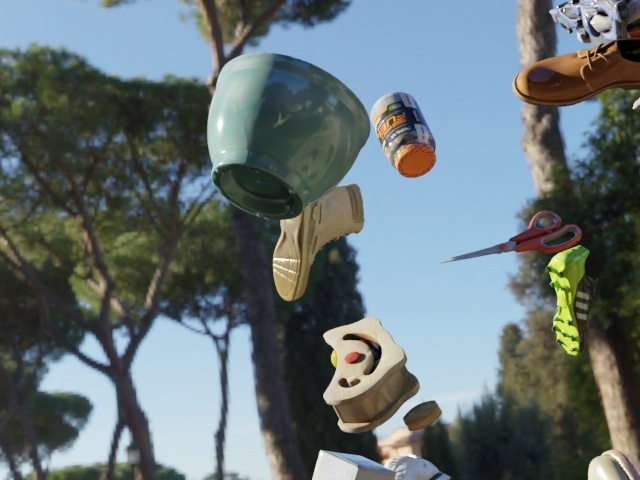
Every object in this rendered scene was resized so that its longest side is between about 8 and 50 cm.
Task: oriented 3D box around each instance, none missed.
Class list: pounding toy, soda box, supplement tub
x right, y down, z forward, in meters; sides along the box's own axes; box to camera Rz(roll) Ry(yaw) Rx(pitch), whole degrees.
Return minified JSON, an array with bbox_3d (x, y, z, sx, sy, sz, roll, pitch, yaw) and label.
[{"bbox_3d":[0.090,0.263,1.665,0.154,0.154,0.269,-29,28,-6],"label":"pounding toy"},{"bbox_3d":[0.023,0.486,1.557,0.098,0.286,0.091,20,-5,-43],"label":"soda box"},{"bbox_3d":[0.191,-0.238,2.223,0.117,0.190,0.117,-10,-42,-9],"label":"supplement tub"}]

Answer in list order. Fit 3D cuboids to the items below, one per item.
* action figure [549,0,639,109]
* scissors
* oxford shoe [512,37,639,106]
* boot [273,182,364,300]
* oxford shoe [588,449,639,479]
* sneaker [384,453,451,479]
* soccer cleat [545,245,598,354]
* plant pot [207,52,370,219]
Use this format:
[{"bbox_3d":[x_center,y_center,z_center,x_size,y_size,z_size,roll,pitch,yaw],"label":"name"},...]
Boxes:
[{"bbox_3d":[0.547,-0.387,1.729,0.178,0.330,0.341,-33,21,4],"label":"action figure"},{"bbox_3d":[0.390,0.016,1.982,0.297,0.109,0.021,-23,-40,-20],"label":"scissors"},{"bbox_3d":[0.357,-0.232,1.290,0.212,0.076,0.076,-12,-25,1],"label":"oxford shoe"},{"bbox_3d":[0.000,0.000,2.173,0.203,0.261,0.095,-5,15,-44],"label":"boot"},{"bbox_3d":[0.478,0.536,1.604,0.147,0.397,0.140,1,-31,-7],"label":"oxford shoe"},{"bbox_3d":[0.134,0.427,1.698,0.090,0.095,0.235,-56,-27,15],"label":"sneaker"},{"bbox_3d":[0.378,0.091,1.446,0.072,0.178,0.060,-26,33,-21],"label":"soccer cleat"},{"bbox_3d":[-0.080,-0.160,1.740,0.293,0.196,0.293,17,-26,9],"label":"plant pot"}]
